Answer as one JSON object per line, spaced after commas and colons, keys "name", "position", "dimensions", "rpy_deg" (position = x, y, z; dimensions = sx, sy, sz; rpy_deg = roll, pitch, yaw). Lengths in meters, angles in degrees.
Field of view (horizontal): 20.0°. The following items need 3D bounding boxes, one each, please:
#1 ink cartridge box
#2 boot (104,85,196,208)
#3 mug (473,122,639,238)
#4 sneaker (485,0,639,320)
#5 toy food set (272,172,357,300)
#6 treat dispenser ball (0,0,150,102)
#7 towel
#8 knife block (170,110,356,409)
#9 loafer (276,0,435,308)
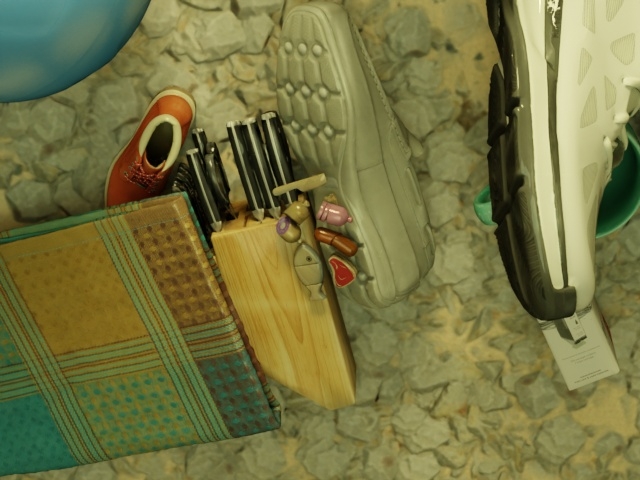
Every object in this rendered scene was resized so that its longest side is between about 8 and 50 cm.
{"name": "ink cartridge box", "position": [0.245, 0.065, 1.817], "dimensions": [0.056, 0.099, 0.135], "rpy_deg": [-22, 109, 12]}
{"name": "boot", "position": [-0.174, -0.070, 1.782], "dimensions": [0.059, 0.084, 0.158], "rpy_deg": [23, 113, -9]}
{"name": "mug", "position": [0.232, -0.077, 1.760], "dimensions": [0.158, 0.097, 0.129], "rpy_deg": [7, 113, 0]}
{"name": "sneaker", "position": [0.283, -0.151, 1.614], "dimensions": [0.257, 0.169, 0.447], "rpy_deg": [0, 78, -3]}
{"name": "toy food set", "position": [0.000, 0.000, 1.737], "dimensions": [0.078, 0.019, 0.122], "rpy_deg": [-17, 110, 19]}
{"name": "treat dispenser ball", "position": [-0.283, -0.265, 1.595], "dimensions": [0.288, 0.288, 0.288], "rpy_deg": [1, 112, 1]}
{"name": "towel", "position": [-0.245, 0.103, 1.824], "dimensions": [0.370, 0.040, 0.271], "rpy_deg": [-13, 112, 25]}
{"name": "knife block", "position": [-0.033, 0.006, 1.806], "dimensions": [0.276, 0.088, 0.242], "rpy_deg": [29, 111, -9]}
{"name": "loafer", "position": [0.040, -0.089, 1.762], "dimensions": [0.111, 0.112, 0.319], "rpy_deg": [-32, 122, -34]}
